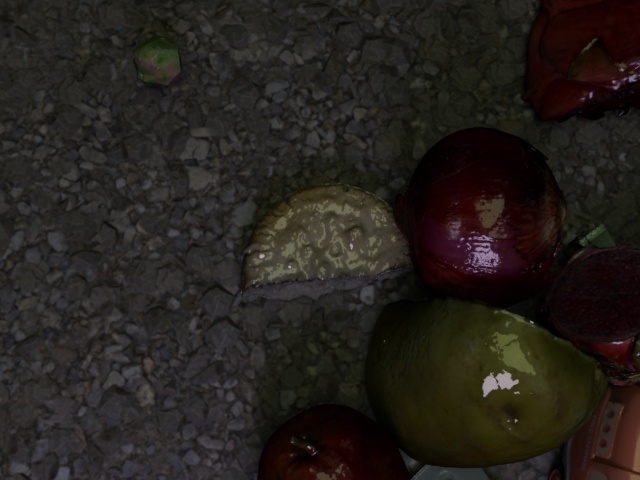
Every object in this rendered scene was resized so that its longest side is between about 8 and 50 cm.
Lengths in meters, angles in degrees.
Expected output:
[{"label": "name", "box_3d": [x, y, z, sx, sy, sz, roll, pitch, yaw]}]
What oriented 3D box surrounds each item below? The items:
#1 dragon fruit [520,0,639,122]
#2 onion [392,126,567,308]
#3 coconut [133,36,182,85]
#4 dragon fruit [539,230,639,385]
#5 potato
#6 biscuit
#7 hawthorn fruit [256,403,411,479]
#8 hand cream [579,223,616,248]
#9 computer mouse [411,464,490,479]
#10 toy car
[{"label": "dragon fruit", "box_3d": [0.469, -0.379, 1.165, 0.286, 0.228, 0.329, -11, 85, -4]}, {"label": "onion", "box_3d": [0.233, -0.030, 1.075, 0.276, 0.276, 0.276, 1, 82, -4]}, {"label": "coconut", "box_3d": [-0.263, -0.288, 1.174, 0.083, 0.082, 0.081, 37, 77, 4]}, {"label": "dragon fruit", "box_3d": [0.450, 0.113, 1.089, 0.211, 0.282, 0.147, -25, 119, 11]}, {"label": "potato", "box_3d": [0.223, 0.222, 1.019, 0.330, 0.280, 0.212, 24, 74, 3]}, {"label": "biscuit", "box_3d": [0.000, 0.000, 1.149, 0.281, 0.084, 0.179, -13, 83, -5]}, {"label": "hawthorn fruit", "box_3d": [0.010, 0.330, 1.015, 0.224, 0.261, 0.224, -5, 55, 8]}, {"label": "hand cream", "box_3d": [0.498, 0.075, 1.191, 0.078, 0.050, 0.205, -35, 81, -4]}, {"label": "computer mouse", "box_3d": [0.231, 0.436, 1.109, 0.128, 0.079, 0.230, -29, 81, -11]}, {"label": "toy car", "box_3d": [0.467, 0.333, 1.067, 0.181, 0.212, 0.270, 15, 81, -2]}]
